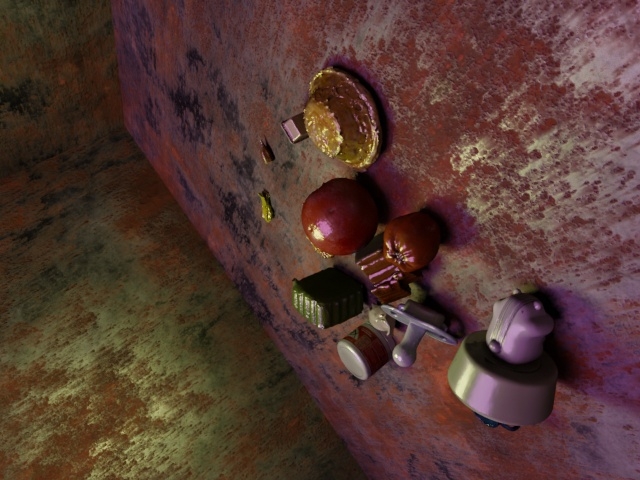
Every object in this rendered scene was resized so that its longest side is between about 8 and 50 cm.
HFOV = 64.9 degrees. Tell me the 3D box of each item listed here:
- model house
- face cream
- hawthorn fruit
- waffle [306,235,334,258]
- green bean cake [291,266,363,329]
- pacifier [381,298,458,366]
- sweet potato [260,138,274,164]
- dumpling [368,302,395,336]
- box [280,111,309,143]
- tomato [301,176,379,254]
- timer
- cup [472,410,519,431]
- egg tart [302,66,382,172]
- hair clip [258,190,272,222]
[{"bbox_3d":[0.241,0.100,1.735,0.199,0.219,0.229,-29,104,23],"label":"model house"},{"bbox_3d":[0.200,0.477,2.202,0.201,0.187,0.201,42,151,30],"label":"face cream"},{"bbox_3d":[0.277,-0.001,1.526,0.189,0.189,0.189,42,151,30],"label":"hawthorn fruit"},{"bbox_3d":[0.001,-0.002,2.178,0.191,0.038,0.191,42,151,29],"label":"waffle"},{"bbox_3d":[0.030,0.246,2.150,0.247,0.249,0.156,29,131,44],"label":"green bean cake"},{"bbox_3d":[0.322,0.334,1.756,0.287,0.226,0.238,28,166,14],"label":"pacifier"},{"bbox_3d":[-0.236,-0.380,2.154,0.049,0.049,0.117,21,137,52],"label":"sweet potato"},{"bbox_3d":[0.258,0.335,2.039,0.169,0.100,0.134,12,134,57],"label":"dumpling"},{"bbox_3d":[-0.066,-0.399,1.751,0.062,0.122,0.089,-27,95,53],"label":"box"},{"bbox_3d":[0.070,-0.070,1.703,0.265,0.265,0.265,42,151,30],"label":"tomato"},{"bbox_3d":[0.526,0.287,1.377,0.290,0.290,0.315,31,121,43],"label":"timer"},{"bbox_3d":[0.585,0.530,1.632,0.150,0.138,0.113,25,140,49],"label":"cup"},{"bbox_3d":[0.050,-0.365,1.561,0.341,0.132,0.341,43,151,31],"label":"egg tart"},{"bbox_3d":[-0.268,-0.163,2.464,0.072,0.046,0.173,37,147,42],"label":"hair clip"}]
